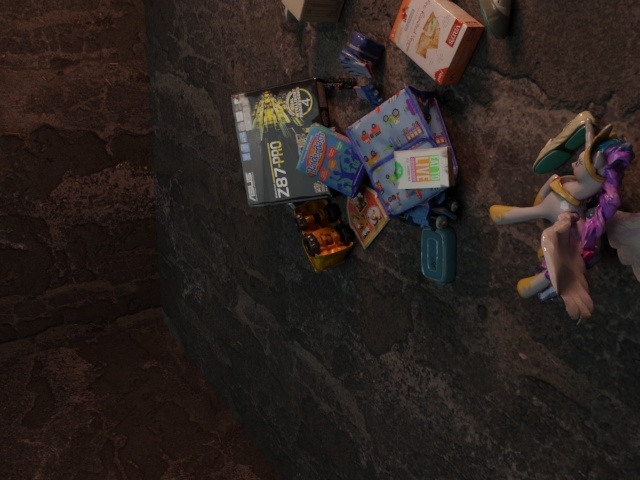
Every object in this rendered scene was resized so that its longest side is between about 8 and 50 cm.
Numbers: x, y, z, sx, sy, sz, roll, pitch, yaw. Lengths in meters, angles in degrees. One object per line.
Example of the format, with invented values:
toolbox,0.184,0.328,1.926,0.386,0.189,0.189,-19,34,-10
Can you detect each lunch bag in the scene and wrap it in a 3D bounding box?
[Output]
lunch bag,0.229,-0.211,1.506,0.221,0.138,0.293,-30,75,38
lunch bag,0.128,-0.541,1.642,0.067,0.099,0.065,48,119,41

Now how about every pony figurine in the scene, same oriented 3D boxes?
pony figurine,0.498,-0.009,1.123,0.363,0.303,0.350,118,141,-66

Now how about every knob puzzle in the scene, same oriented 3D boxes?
knob puzzle,0.130,-0.094,1.847,0.213,0.030,0.212,26,121,52

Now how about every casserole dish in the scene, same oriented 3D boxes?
casserole dish,0.319,0.037,1.592,0.114,0.037,0.188,19,117,54

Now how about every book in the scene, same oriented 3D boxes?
book,0.251,-0.176,1.414,0.144,0.035,0.096,0,102,38

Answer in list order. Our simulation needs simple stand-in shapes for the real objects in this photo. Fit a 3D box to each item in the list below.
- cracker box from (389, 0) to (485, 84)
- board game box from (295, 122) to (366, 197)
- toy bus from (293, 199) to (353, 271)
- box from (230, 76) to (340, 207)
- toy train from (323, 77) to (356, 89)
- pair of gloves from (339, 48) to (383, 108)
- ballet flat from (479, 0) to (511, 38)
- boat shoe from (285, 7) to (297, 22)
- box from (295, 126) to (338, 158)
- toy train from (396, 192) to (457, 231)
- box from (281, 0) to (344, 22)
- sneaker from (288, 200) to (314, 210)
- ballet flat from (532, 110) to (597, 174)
cracker box,0.281,-0.514,1.437,0.232,0.067,0.155,54,141,32
board game box,0.044,-0.247,1.795,0.210,0.047,0.160,27,120,11
toy bus,0.000,0.000,1.999,0.211,0.150,0.220,99,147,-56
box,-0.117,-0.322,1.956,0.319,0.097,0.394,-5,97,24
toy train,0.060,-0.493,1.828,0.158,0.027,0.036,21,129,52
pair of gloves,0.117,-0.457,1.664,0.159,0.023,0.198,40,166,53
ballet flat,0.380,-0.550,1.269,0.068,0.072,0.213,-24,79,53
boat shoe,-0.073,-0.822,1.883,0.070,0.078,0.219,48,129,37
box,-0.006,-0.304,1.850,0.137,0.027,0.093,-6,96,21
toy train,0.280,-0.084,1.546,0.184,0.080,0.105,21,87,50
box,-0.002,-0.781,1.711,0.126,0.149,0.232,56,141,31
sneaker,-0.080,-0.269,2.065,0.131,0.112,0.318,-19,89,42
ballet flat,0.510,-0.204,1.214,0.168,0.057,0.052,-48,32,48
